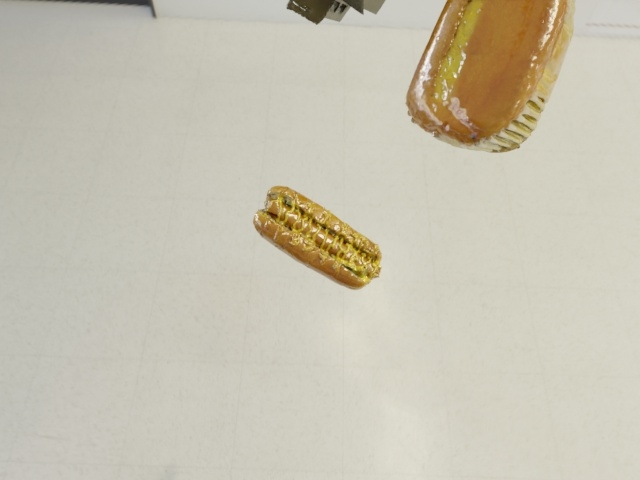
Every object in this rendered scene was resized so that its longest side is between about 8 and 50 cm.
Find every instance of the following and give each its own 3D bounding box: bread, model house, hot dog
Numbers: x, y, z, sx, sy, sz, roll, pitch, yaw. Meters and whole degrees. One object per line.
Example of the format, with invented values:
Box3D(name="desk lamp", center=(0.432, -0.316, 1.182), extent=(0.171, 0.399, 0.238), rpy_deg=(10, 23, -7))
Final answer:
Box3D(name="bread", center=(0.244, -0.277, 0.845), extent=(0.204, 0.288, 0.156), rpy_deg=(33, 20, 31))
Box3D(name="model house", center=(0.004, -0.488, 1.002), extent=(0.211, 0.204, 0.243), rpy_deg=(40, 25, 15))
Box3D(name="hot dog", center=(0.000, 0.000, 0.682), extent=(0.165, 0.045, 0.071), rpy_deg=(32, 74, -9))
